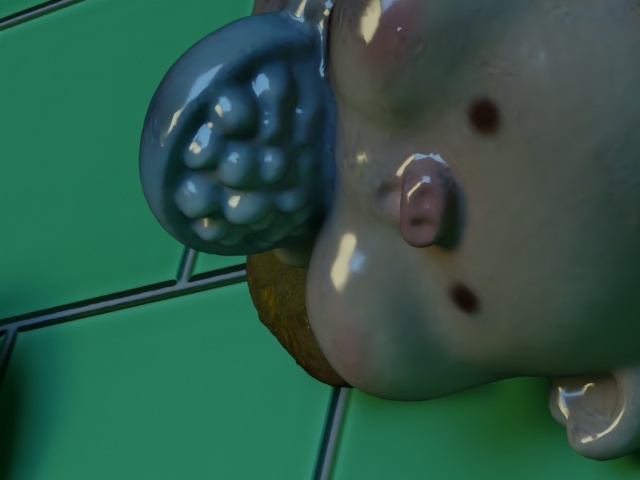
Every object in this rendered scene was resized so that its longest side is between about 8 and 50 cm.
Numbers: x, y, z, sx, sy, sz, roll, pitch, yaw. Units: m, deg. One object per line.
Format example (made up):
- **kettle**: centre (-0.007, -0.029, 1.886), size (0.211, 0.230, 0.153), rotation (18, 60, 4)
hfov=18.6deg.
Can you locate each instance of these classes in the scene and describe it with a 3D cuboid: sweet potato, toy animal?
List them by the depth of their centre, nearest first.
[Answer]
- **toy animal**: centre (0.064, -0.052, 0.786), size (0.229, 0.210, 0.221), rotation (8, 27, 15)
- **sweet potato**: centre (-0.005, 0.004, 0.898), size (0.068, 0.068, 0.226), rotation (-37, 34, 15)
